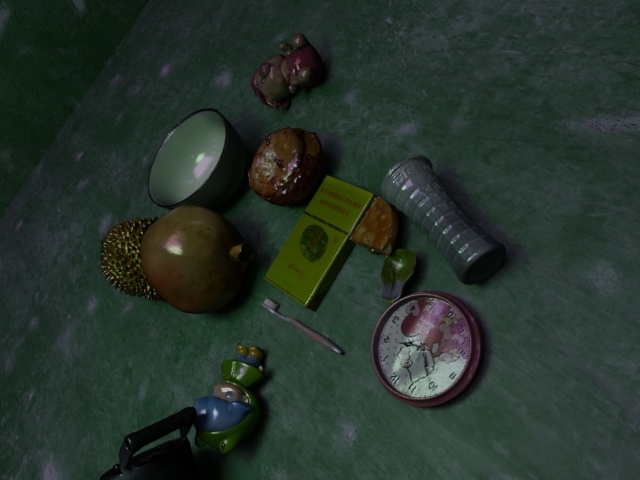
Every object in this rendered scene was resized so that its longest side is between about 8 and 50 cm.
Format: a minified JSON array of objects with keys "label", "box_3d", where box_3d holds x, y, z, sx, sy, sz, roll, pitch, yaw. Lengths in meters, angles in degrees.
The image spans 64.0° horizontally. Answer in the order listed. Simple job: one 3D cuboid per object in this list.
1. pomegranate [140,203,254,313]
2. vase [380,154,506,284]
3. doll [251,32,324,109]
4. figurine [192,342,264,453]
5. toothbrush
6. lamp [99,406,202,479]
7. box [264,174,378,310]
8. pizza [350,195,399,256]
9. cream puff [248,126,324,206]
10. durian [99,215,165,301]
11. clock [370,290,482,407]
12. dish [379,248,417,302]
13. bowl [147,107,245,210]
[{"label":"pomegranate","box_3d":[-0.335,0.051,1.418,0.319,0.319,0.318,-17,58,30]},{"label":"vase","box_3d":[0.266,-0.046,1.113,0.143,0.143,0.298,-43,52,12]},{"label":"doll","box_3d":[-0.117,-0.529,1.639,0.256,0.152,0.196,-17,45,35]},{"label":"figurine","box_3d":[-0.215,0.384,1.259,0.162,0.143,0.263,1,51,28]},{"label":"toothbrush","box_3d":[-0.052,0.212,1.290,0.307,0.025,0.029,24,75,42]},{"label":"lamp","box_3d":[-0.357,0.593,1.159,0.272,0.205,0.374,54,131,18]},{"label":"box","box_3d":[0.000,0.000,1.346,0.187,0.047,0.334,29,86,42]},{"label":"pizza","box_3d":[0.138,-0.028,1.250,0.134,0.046,0.174,-23,46,39]},{"label":"cream puff","box_3d":[-0.087,-0.206,1.444,0.240,0.164,0.239,-27,53,43]},{"label":"durian","box_3d":[-0.553,0.058,1.610,0.258,0.258,0.292,-30,58,22]},{"label":"clock","box_3d":[0.215,0.220,1.063,0.245,0.056,0.244,-16,59,29]},{"label":"dish","box_3d":[0.180,0.087,1.163,0.091,0.039,0.137,-7,56,44]},{"label":"bowl","box_3d":[-0.367,-0.226,1.645,0.354,0.185,0.353,-17,58,30]}]
